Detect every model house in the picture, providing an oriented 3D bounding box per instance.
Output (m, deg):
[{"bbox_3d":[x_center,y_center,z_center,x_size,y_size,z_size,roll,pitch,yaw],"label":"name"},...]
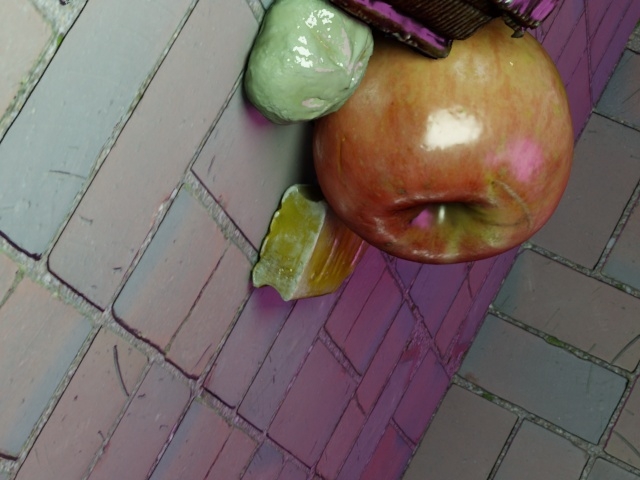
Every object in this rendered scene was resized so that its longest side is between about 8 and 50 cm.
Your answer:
[{"bbox_3d":[0.178,-0.405,1.739,0.317,0.282,0.297,25,51,-41],"label":"model house"}]

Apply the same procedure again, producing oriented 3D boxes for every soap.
[{"bbox_3d":[0.000,0.000,2.136,0.160,0.080,0.257,-68,161,11],"label":"soap"}]

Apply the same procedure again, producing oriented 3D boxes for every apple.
[{"bbox_3d":[0.171,-0.153,1.982,0.364,0.363,0.364,-53,158,-31],"label":"apple"}]

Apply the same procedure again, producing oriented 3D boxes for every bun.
[{"bbox_3d":[-0.005,-0.227,1.773,0.195,0.118,0.195,-51,160,-27],"label":"bun"}]
